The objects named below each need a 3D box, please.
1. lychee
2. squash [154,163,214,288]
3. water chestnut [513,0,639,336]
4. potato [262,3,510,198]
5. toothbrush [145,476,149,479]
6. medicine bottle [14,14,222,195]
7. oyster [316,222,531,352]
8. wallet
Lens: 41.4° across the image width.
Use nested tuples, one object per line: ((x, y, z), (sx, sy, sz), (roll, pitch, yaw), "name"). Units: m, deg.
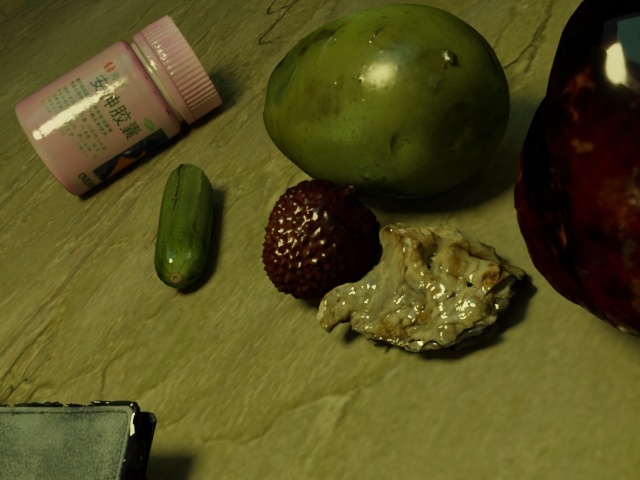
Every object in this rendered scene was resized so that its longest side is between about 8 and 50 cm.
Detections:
((-0.003, -0.001, 0.868), (0.129, 0.123, 0.123), (-37, 32, -3), "lychee")
((-0.172, -0.023, 1.080), (0.069, 0.069, 0.239), (-23, 35, 12), "squash")
((0.280, -0.060, 0.608), (0.244, 0.289, 0.289), (39, 69, 23), "water chestnut")
((0.063, -0.144, 0.918), (0.304, 0.216, 0.216), (-4, 40, 47), "potato")
((-0.292, 0.214, 0.887), (0.375, 0.037, 0.028), (2, 41, 44), "toothbrush")
((-0.323, -0.218, 1.371), (0.290, 0.178, 0.178), (-32, 32, -5), "medicine bottle")
((0.084, 0.043, 0.776), (0.191, 0.081, 0.163), (-30, 36, 7), "oyster")
((-0.245, 0.231, 0.766), (0.222, 0.036, 0.168), (-9, 64, 34), "wallet")
